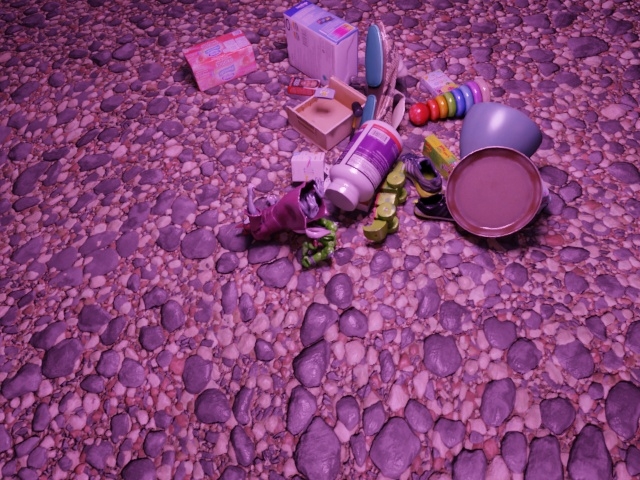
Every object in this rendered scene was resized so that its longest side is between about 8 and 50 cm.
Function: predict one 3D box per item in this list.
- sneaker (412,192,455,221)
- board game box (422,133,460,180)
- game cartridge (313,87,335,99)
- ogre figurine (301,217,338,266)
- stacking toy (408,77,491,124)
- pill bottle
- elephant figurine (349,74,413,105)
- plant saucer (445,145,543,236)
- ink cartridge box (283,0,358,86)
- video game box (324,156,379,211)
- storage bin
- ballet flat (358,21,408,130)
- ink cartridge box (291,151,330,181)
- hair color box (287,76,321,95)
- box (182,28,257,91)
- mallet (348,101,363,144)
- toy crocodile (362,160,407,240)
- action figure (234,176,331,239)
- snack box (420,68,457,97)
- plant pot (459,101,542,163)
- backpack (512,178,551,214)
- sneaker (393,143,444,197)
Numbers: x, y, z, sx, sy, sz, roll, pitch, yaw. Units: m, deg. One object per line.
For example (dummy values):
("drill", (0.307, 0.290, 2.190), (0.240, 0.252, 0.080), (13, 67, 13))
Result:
("sneaker", (0.452, -0.125, 1.644), (0.234, 0.097, 0.084), (-3, 59, 3))
("board game box", (0.471, -0.319, 1.763), (0.043, 0.092, 0.181), (-27, 60, -13))
("game cartridge", (0.018, -0.611, 1.881), (0.083, 0.017, 0.056), (8, 56, 10))
("ogre figurine", (0.000, 0.000, 1.609), (0.118, 0.097, 0.197), (1, 47, 19))
("stacking toy", (0.532, -0.566, 1.901), (0.330, 0.141, 0.141), (-18, 59, 2))
("pill bottle", (0.154, -0.269, 1.645), (0.181, 0.181, 0.323), (28, 72, 20))
("elephant figurine", (0.257, -0.653, 1.961), (0.169, 0.239, 0.186), (-8, 94, -28))
("plant saucer", (0.593, -0.166, 1.557), (0.310, 0.050, 0.311), (-1, 89, 23))
("ink cartridge box", (-0.018, -0.887, 2.044), (0.395, 0.270, 0.151), (39, 67, 24))
("video game box", (0.124, -0.222, 1.760), (0.205, 0.048, 0.187), (20, 65, 16))
("storage bin", (0.030, -0.544, 1.919), (0.262, 0.123, 0.260), (-40, 64, -18))
("ballet flat", (0.254, -0.587, 1.775), (0.181, 0.483, 0.164), (-5, 22, -21))
("ink cartridge box", (-0.036, -0.290, 1.772), (0.143, 0.090, 0.092), (1, 32, 5))
("hair color box", (-0.074, -0.705, 2.071), (0.141, 0.043, 0.072), (9, 59, 9))
("box", (-0.470, -0.849, 2.133), (0.299, 0.142, 0.154), (-26, 60, -11))
("mallet", (0.136, -0.459, 1.817), (0.039, 0.190, 0.062), (-3, 44, -11))
("toy crocodile", (0.247, -0.145, 1.656), (0.105, 0.115, 0.341), (10, 64, 23))
("action figure", (-0.140, -0.078, 1.616), (0.370, 0.248, 0.276), (-25, 81, 27))
("snack box", (0.529, -0.698, 2.020), (0.100, 0.037, 0.141), (-24, 60, -11))
("plant pot", (0.633, -0.341, 1.677), (0.290, 0.290, 0.195), (30, 84, 21))
("backpack", (0.708, -0.168, 1.626), (0.188, 0.144, 0.166), (-16, 64, 3))
("sneaker", (0.372, -0.290, 1.736), (0.111, 0.121, 0.300), (-31, 61, -14))
